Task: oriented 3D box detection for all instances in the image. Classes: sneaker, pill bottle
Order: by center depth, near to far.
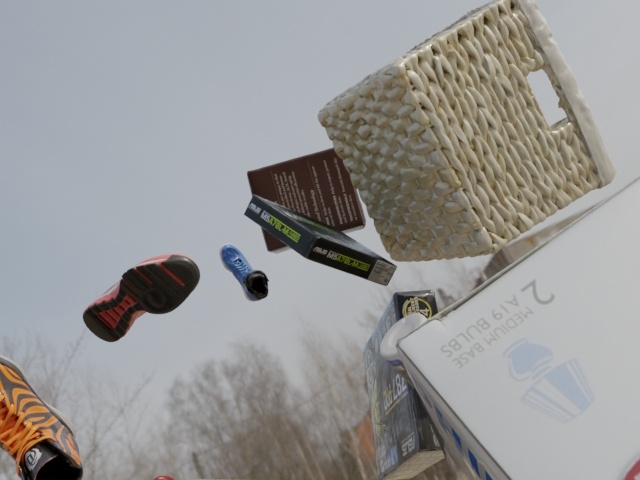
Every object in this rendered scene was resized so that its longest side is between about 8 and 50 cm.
[{"bbox_3d":[0.151,0.169,0.980,0.078,0.137,0.078,-40,17,14],"label":"pill bottle"},{"bbox_3d":[-0.508,0.313,1.234,0.124,0.180,0.321,-47,-54,-9],"label":"sneaker"},{"bbox_3d":[-0.354,0.086,1.478,0.314,0.116,0.136,-28,21,32],"label":"sneaker"},{"bbox_3d":[-0.169,0.069,1.666,0.058,0.152,0.084,-32,7,-28],"label":"sneaker"}]

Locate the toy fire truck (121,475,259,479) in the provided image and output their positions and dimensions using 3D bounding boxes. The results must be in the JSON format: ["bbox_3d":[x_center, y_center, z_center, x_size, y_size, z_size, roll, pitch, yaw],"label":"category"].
[{"bbox_3d":[-0.195,0.407,0.956,0.158,0.217,0.246,14,-42,-33],"label":"toy fire truck"}]

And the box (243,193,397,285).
[{"bbox_3d":[0.000,0.000,1.173,0.190,0.184,0.045,21,-79,-42],"label":"box"}]

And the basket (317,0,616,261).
[{"bbox_3d":[0.211,-0.162,1.167,0.266,0.328,0.331,-31,9,-20],"label":"basket"}]

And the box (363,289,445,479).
[{"bbox_3d":[0.182,0.324,1.573,0.097,0.318,0.395,-3,-25,-10],"label":"box"}]

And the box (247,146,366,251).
[{"bbox_3d":[-0.026,-0.080,1.503,0.203,0.167,0.168,-16,-2,1],"label":"box"}]

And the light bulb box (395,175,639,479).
[{"bbox_3d":[0.284,0.128,0.499,0.358,0.225,0.361,-34,-41,-8],"label":"light bulb box"}]

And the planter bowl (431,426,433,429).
[{"bbox_3d":[0.251,0.217,1.220,0.090,0.217,0.217,12,-22,2],"label":"planter bowl"}]
